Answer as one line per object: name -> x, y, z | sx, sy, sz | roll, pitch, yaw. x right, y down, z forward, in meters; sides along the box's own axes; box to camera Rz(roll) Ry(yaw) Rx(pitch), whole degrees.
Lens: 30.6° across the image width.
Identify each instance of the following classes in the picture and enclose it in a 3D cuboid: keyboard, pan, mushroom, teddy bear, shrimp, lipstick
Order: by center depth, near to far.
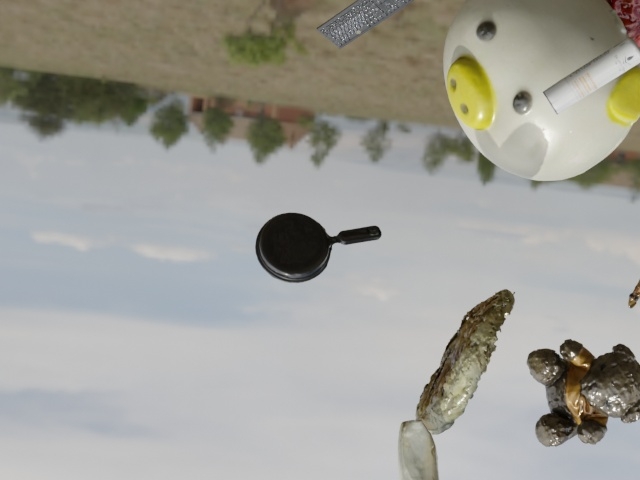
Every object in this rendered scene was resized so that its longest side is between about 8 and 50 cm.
lipstick -> 0.379, -0.229, 1.626 | 0.141, 0.040, 0.040 | -33, 176, 12
mushroom -> 0.147, 0.375, 1.757 | 0.084, 0.209, 0.071 | -4, 171, -6
shrimp -> 0.532, 0.060, 1.876 | 0.025, 0.127, 0.091 | 36, 177, 26
teddy bear -> 0.449, 0.247, 1.934 | 0.140, 0.177, 0.190 | 2, 165, -41
keyboard -> 0.079, -0.402, 2.075 | 0.064, 0.010, 0.198 | 37, 138, -26
pan -> 0.000, 0.000, 2.082 | 0.235, 0.136, 0.028 | -11, 159, -16

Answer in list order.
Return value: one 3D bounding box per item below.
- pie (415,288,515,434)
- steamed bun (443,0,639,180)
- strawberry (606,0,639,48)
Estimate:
pie -> 0.231, 0.193, 1.867 | 0.055, 0.274, 0.274 | 30, -175, 1
steamed bun -> 0.383, -0.289, 2.043 | 0.334, 0.374, 0.334 | -24, 165, -7
strawberry -> 0.501, -0.486, 2.166 | 0.336, 0.149, 0.265 | 44, -162, -34
